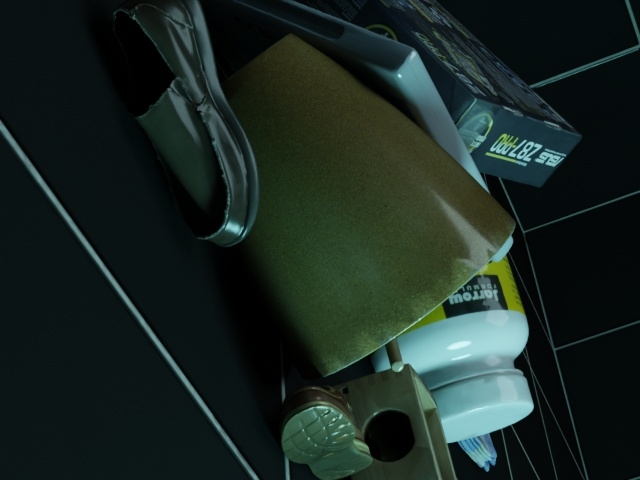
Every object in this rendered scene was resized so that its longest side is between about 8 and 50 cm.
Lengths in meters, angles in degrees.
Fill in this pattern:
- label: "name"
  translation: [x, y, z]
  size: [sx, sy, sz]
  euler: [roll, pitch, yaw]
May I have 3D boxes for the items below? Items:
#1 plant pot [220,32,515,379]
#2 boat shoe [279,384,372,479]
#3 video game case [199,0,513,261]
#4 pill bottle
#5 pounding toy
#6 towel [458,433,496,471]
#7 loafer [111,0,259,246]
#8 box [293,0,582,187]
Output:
- label: "plant pot"
  translation: [0.002, -0.046, 1.261]
  size: [0.254, 0.237, 0.237]
  euler: [52, 15, -6]
- label: "boat shoe"
  translation: [-0.002, 0.158, 1.230]
  size: [0.178, 0.064, 0.060]
  euler: [59, 10, -63]
- label: "video game case"
  translation: [0.027, -0.126, 1.426]
  size: [0.300, 0.036, 0.329]
  euler: [28, -16, 36]
- label: "pill bottle"
  translation: [0.132, 0.058, 1.655]
  size: [0.188, 0.188, 0.334]
  euler: [41, 31, -66]
- label: "pounding toy"
  translation: [0.056, 0.162, 1.367]
  size: [0.181, 0.094, 0.206]
  euler: [55, 19, -62]
- label: "towel"
  translation: [0.182, 0.190, 2.029]
  size: [0.285, 0.034, 0.209]
  euler: [52, 21, -54]
- label: "loafer"
  translation: [-0.118, -0.096, 1.126]
  size: [0.078, 0.080, 0.220]
  euler: [-20, 91, -45]
- label: "box"
  translation: [0.094, -0.233, 1.647]
  size: [0.395, 0.097, 0.318]
  euler: [48, 17, 23]
